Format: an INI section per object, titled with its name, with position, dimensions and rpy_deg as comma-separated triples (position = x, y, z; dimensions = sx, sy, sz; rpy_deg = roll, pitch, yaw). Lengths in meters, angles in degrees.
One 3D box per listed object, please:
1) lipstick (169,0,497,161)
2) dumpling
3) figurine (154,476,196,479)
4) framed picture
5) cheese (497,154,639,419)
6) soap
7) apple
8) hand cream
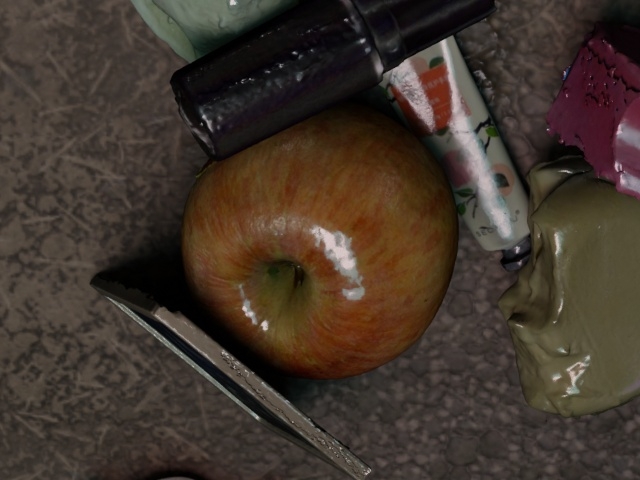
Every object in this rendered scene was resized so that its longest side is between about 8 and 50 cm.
[lipstick]
position = 0.033, -0.153, 1.357
dimensions = 0.299, 0.081, 0.081
rpy_deg = -28, 113, -8
[dumpling]
position = -0.086, -0.207, 1.377
dimensions = 0.152, 0.108, 0.219
rpy_deg = -3, 114, 7
[figurine]
position = -0.080, 0.306, 1.632
dimensions = 0.274, 0.133, 0.194
rpy_deg = 21, 86, -30
[framed picture]
position = -0.077, 0.100, 1.453
dimensions = 0.209, 0.281, 0.019
rpy_deg = 40, 82, -13
[cheese]
position = 0.214, 0.023, 1.445
dimensions = 0.175, 0.091, 0.202
rpy_deg = -25, 119, -15
[soap]
position = 0.293, -0.071, 1.376
dimensions = 0.250, 0.162, 0.099
rpy_deg = 19, 116, -5
[apple]
position = 0.000, 0.000, 1.422
dimensions = 0.211, 0.188, 0.211
rpy_deg = 8, 120, 13
[hand cream]
position = 0.107, -0.082, 1.459
dimensions = 0.080, 0.050, 0.234
rpy_deg = -24, 106, 23
